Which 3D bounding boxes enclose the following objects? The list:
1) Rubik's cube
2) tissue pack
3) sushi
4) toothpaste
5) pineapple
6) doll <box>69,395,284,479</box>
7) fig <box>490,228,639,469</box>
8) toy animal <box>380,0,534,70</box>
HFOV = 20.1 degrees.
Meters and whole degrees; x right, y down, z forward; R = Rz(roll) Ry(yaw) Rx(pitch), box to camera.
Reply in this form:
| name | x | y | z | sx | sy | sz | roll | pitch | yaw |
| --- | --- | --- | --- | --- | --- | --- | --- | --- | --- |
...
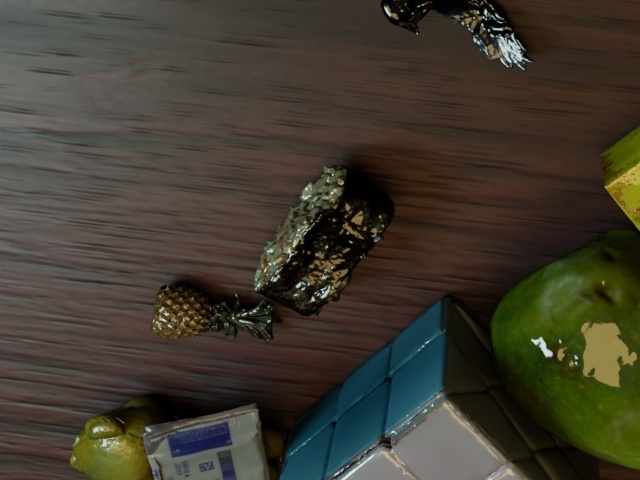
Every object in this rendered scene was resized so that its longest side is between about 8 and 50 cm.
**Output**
| name | x | y | z | sx | sy | sz | roll | pitch | yaw |
| --- | --- | --- | --- | --- | --- | --- | --- | --- | --- |
| Rubik's cube | 0.111 | 0.230 | 1.692 | 0.224 | 0.231 | 0.221 | -41 | 102 | 19 |
| tissue pack | 0.337 | -0.092 | 1.605 | 0.176 | 0.095 | 0.062 | -36 | 105 | 19 |
| sushi | 0.000 | 0.000 | 1.687 | 0.078 | 0.090 | 0.150 | 31 | 118 | -15 |
| toothpaste | -0.101 | 0.260 | 1.770 | 0.068 | 0.099 | 0.282 | 36 | 150 | 35 |
| pineapple | -0.100 | 0.077 | 1.749 | 0.124 | 0.058 | 0.058 | 10 | 113 | 2 |
| doll | -0.142 | 0.203 | 1.801 | 0.209 | 0.097 | 0.137 | 6 | 146 | -12 |
| fig | 0.288 | 0.131 | 1.617 | 0.206 | 0.206 | 0.275 | -35 | 80 | 18 |
| toy animal | 0.106 | -0.229 | 1.605 | 0.108 | 0.062 | 0.220 | -39 | 103 | 1 |
